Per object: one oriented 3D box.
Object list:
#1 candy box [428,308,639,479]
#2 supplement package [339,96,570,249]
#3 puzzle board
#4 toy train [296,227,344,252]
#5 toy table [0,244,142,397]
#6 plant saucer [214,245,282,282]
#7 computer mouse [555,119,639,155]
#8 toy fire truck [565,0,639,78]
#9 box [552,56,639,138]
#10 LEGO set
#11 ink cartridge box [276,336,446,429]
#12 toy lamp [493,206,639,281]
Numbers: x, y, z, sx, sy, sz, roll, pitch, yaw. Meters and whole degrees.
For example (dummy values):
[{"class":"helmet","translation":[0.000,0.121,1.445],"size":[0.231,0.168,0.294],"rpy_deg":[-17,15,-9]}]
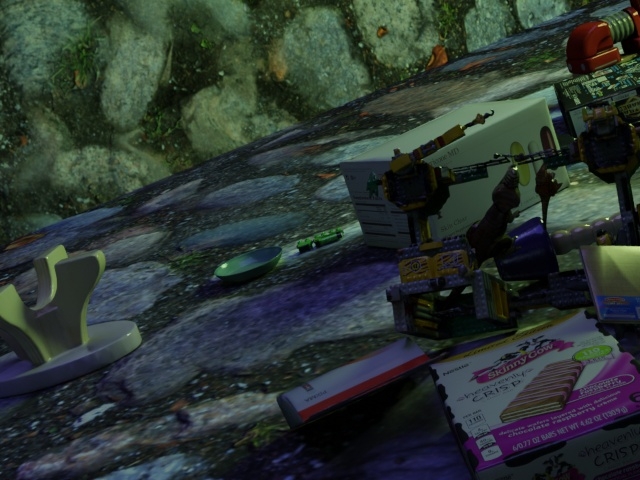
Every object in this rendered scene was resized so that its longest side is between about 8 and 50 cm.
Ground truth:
[{"class":"candy box","translation":[0.189,0.144,0.949],"size":[0.159,0.071,0.233],"rpy_deg":[-20,13,1]},{"class":"supplement package","translation":[0.203,-0.102,1.733],"size":[0.262,0.145,0.204],"rpy_deg":[-27,15,-26]},{"class":"puzzle board","translation":[0.306,0.042,1.041],"size":[0.128,0.011,0.096],"rpy_deg":[1,43,-3]},{"class":"toy train","translation":[0.000,0.000,1.887],"size":[0.083,0.017,0.024],"rpy_deg":[-19,23,2]},{"class":"toy table","translation":[-0.418,0.119,1.704],"size":[0.274,0.161,0.252],"rpy_deg":[-18,14,4]},{"class":"plant saucer","translation":[-0.115,0.042,1.869],"size":[0.119,0.021,0.119],"rpy_deg":[-18,14,5]},{"class":"computer mouse","translation":[0.432,-0.153,1.859],"size":[0.242,0.041,0.071],"rpy_deg":[-11,23,7]},{"class":"toy fire truck","translation":[0.587,-0.422,2.226],"size":[0.217,0.246,0.158],"rpy_deg":[-22,13,-9]},{"class":"box","translation":[0.574,-0.273,2.041],"size":[0.293,0.073,0.295],"rpy_deg":[-16,14,11]},{"class":"LEGO set","translation":[0.194,-0.016,1.171],"size":[0.331,0.255,0.192],"rpy_deg":[-2,-8,20]},{"class":"ink cartridge box","translation":[0.034,0.135,1.128],"size":[0.145,0.045,0.179],"rpy_deg":[-23,-11,-12]},{"class":"toy lamp","translation":[0.339,-0.014,1.352],"size":[0.274,0.080,0.080],"rpy_deg":[-16,14,4]}]
